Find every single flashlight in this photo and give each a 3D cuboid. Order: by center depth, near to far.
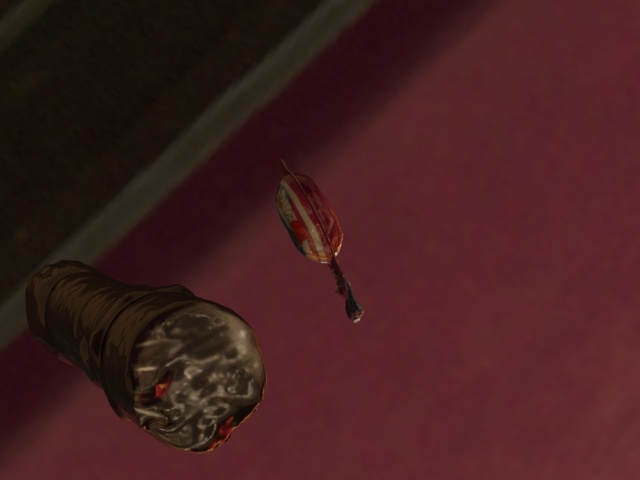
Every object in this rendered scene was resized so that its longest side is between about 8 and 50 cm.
[{"bbox_3d":[-0.148,0.070,1.297,0.103,0.424,0.103,-2,95,-20],"label":"flashlight"}]

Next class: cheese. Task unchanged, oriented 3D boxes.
[{"bbox_3d":[0.000,0.000,1.441,0.038,0.145,0.095,-26,170,-7],"label":"cheese"}]
